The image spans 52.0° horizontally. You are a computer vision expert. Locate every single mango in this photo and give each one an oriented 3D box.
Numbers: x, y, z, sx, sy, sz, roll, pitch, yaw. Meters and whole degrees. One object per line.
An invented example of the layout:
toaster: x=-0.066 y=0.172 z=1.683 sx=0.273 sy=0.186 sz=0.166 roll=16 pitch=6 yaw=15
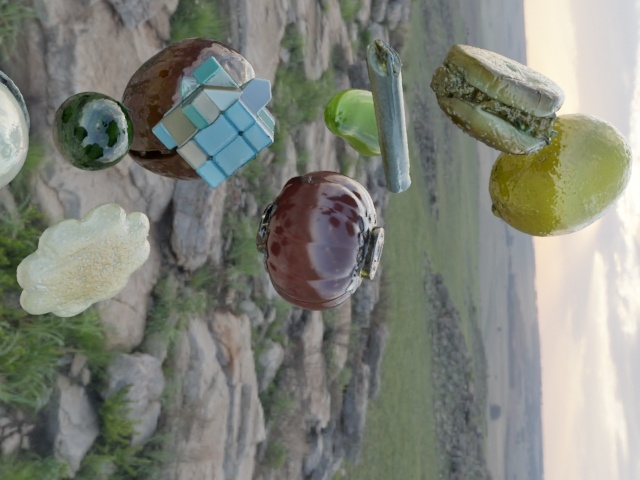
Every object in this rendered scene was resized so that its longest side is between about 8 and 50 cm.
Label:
mango: x=0.117 y=-0.330 z=1.825 sx=0.293 sy=0.143 sz=0.175 roll=9 pitch=83 yaw=-49

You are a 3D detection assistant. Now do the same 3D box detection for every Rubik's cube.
Rubik's cube: x=-0.223 y=-0.271 z=1.435 sx=0.213 sy=0.265 sz=0.224 roll=49 pitch=13 yaw=-21

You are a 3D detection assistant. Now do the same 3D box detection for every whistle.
whistle: x=0.134 y=-0.223 z=1.237 sx=0.326 sy=0.057 sz=0.068 roll=77 pitch=-14 yaw=-47

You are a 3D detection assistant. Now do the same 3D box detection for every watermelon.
watermelon: x=-0.539 y=-0.271 z=1.570 sx=0.188 sy=0.188 sz=0.214 roll=59 pitch=44 yaw=-55

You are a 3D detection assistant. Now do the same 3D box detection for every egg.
egg: x=-0.641 y=-0.176 z=1.103 sx=0.174 sy=0.287 sz=0.264 roll=43 pitch=-54 yaw=54

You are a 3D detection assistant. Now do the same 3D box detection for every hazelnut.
hazelnut: x=-0.365 y=-0.368 z=1.898 sx=0.402 sy=0.403 sz=0.428 roll=59 pitch=33 yaw=-54

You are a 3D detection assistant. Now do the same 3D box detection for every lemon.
lemon: x=0.464 y=-0.126 z=1.279 sx=0.263 sy=0.236 sz=0.236 roll=-57 pitch=166 yaw=12

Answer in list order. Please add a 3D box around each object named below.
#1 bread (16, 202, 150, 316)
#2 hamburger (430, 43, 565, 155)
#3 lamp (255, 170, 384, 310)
bread: x=-0.492 y=0.050 z=1.397 sx=0.054 sy=0.316 sz=0.316 roll=46 pitch=3 yaw=24
hamburger: x=0.264 y=-0.221 z=1.013 sx=0.189 sy=0.215 sz=0.122 roll=-91 pitch=-156 yaw=-56
lamp: x=0.000 y=0.000 z=1.400 sx=0.303 sy=0.257 sz=0.302 roll=13 pitch=90 yaw=-79
